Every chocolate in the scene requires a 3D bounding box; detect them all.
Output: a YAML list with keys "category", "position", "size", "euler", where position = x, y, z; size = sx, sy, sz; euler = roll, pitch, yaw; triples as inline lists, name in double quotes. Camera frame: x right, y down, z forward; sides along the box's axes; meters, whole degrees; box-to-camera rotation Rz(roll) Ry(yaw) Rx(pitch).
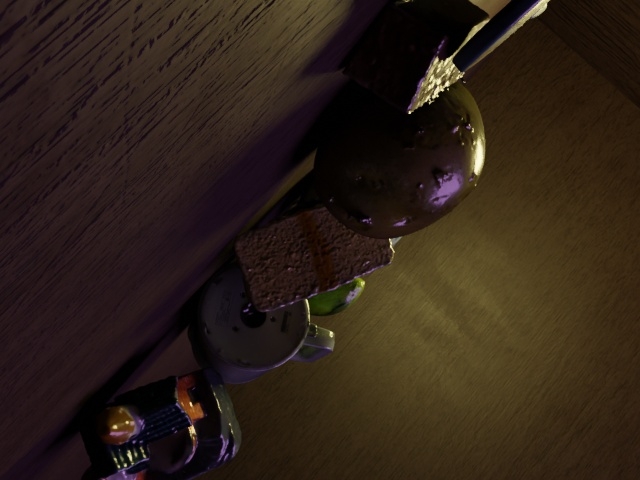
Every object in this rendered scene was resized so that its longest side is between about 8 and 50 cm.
- category: "chocolate"
  position: [0.143, -0.265, 0.979]
  size: [0.112, 0.112, 0.321]
  euler: [-60, 170, 29]

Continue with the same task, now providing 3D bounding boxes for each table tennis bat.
- category: "table tennis bat"
  position: [0.257, -0.295, 0.909]
  size: [0.215, 0.044, 0.329]
  euler: [-41, -177, 26]

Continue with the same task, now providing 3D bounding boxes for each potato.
- category: "potato"
  position: [0.129, -0.141, 1.155]
  size: [0.269, 0.219, 0.359]
  euler: [-27, -167, 25]

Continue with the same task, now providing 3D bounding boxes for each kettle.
- category: "kettle"
  position: [-0.125, 0.169, 1.464]
  size: [0.265, 0.205, 0.318]
  euler: [-17, 167, -18]

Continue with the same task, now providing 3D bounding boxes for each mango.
- category: "mango"
  position: [-0.001, 0.098, 1.514]
  size: [0.232, 0.111, 0.125]
  euler: [-4, -149, 41]

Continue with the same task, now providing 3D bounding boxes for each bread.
- category: "bread"
  position: [-0.009, 0.033, 1.257]
  size: [0.266, 0.142, 0.178]
  euler: [-21, 147, -11]

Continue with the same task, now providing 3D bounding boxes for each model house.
- category: "model house"
  position: [-0.310, 0.355, 1.288]
  size: [0.271, 0.190, 0.301]
  euler: [-21, 170, 5]

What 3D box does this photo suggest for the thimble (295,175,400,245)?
- category: "thimble"
  position: [0.064, -0.057, 1.443]
  size: [0.250, 0.205, 0.172]
  euler: [-20, 159, -35]
